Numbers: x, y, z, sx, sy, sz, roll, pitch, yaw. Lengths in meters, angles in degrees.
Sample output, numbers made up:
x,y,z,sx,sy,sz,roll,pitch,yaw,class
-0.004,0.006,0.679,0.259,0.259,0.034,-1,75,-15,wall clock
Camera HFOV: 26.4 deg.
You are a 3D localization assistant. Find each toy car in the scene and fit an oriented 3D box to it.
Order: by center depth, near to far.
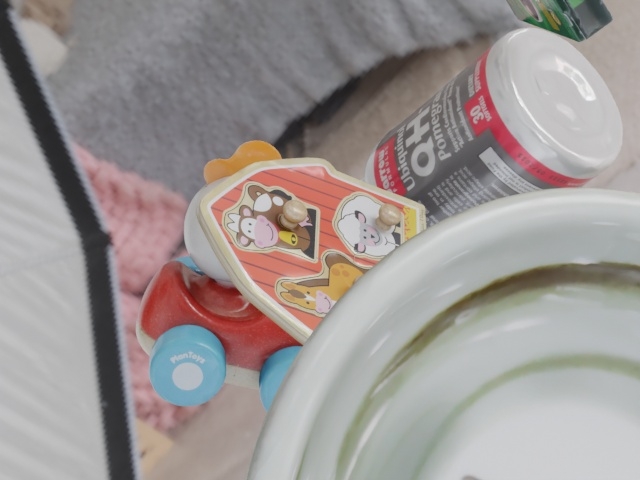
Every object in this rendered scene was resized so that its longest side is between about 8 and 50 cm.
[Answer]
x,y,z,sx,sy,sz,roll,pitch,yaw,class
-0.061,0.021,1.349,0.219,0.210,0.238,-100,23,-68,toy car

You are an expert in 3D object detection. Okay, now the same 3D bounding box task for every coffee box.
x,y,z,sx,sy,sz,roll,pitch,yaw,class
0.197,-0.248,1.259,0.040,0.113,0.184,-35,17,1,coffee box

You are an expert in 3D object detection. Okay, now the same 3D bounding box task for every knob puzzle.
x,y,z,sx,sy,sz,roll,pitch,yaw,class
0.000,0.000,1.042,0.030,0.213,0.213,-55,18,42,knob puzzle

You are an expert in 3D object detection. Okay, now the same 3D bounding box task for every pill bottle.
x,y,z,sx,sy,sz,roll,pitch,yaw,class
0.160,-0.076,1.500,0.318,0.176,0.176,-39,27,42,pill bottle

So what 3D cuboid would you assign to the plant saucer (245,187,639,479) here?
x,y,z,sx,sy,sz,roll,pitch,yaw,class
0.139,0.177,0.704,0.400,0.400,0.100,-63,10,-21,plant saucer
